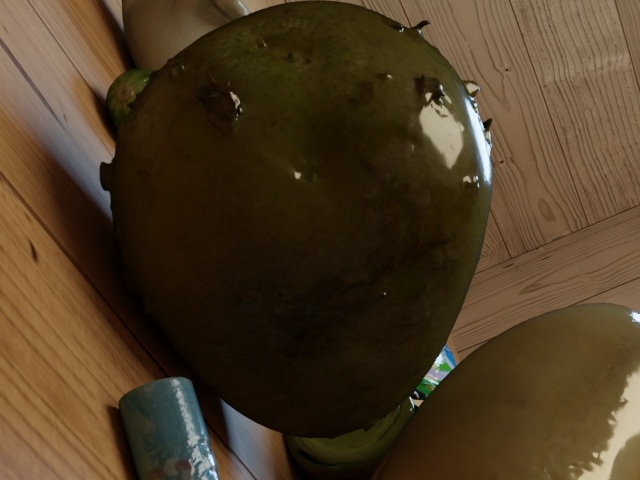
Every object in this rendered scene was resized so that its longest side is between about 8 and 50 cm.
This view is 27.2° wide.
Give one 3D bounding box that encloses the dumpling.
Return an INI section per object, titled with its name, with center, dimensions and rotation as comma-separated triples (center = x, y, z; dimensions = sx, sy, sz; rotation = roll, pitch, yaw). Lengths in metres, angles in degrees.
[dumpling]
center = -0.103, -0.173, 1.239
dimensions = 0.229, 0.151, 0.124
rotation = 64, 34, -26

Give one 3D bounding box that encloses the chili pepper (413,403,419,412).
[chili pepper]
center = 0.162, 0.323, 1.702
dimensions = 0.264, 0.116, 0.148
rotation = 68, 12, 16

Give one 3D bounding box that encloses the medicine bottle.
[medicine bottle]
center = 0.063, 0.233, 1.262
dimensions = 0.124, 0.124, 0.239
rotation = -105, 169, -49

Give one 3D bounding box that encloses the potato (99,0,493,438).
[potato]
center = -0.018, 0.006, 0.954
dimensions = 0.359, 0.270, 0.219
rotation = 94, -11, -45

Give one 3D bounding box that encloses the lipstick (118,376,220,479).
[lipstick]
center = -0.075, 0.160, 0.770
dimensions = 0.048, 0.048, 0.158
rotation = 49, 20, -67

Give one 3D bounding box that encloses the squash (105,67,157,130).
[squash]
center = -0.107, -0.095, 1.142
dimensions = 0.229, 0.066, 0.066
rotation = 19, 47, -63

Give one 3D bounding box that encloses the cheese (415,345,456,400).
[cheese]
center = 0.125, 0.169, 1.740
dimensions = 0.204, 0.083, 0.320
rotation = 27, 9, -30

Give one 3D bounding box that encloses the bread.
[bread]
center = 0.180, 0.257, 1.101
dimensions = 0.376, 0.253, 0.348
rotation = -48, 132, -45
